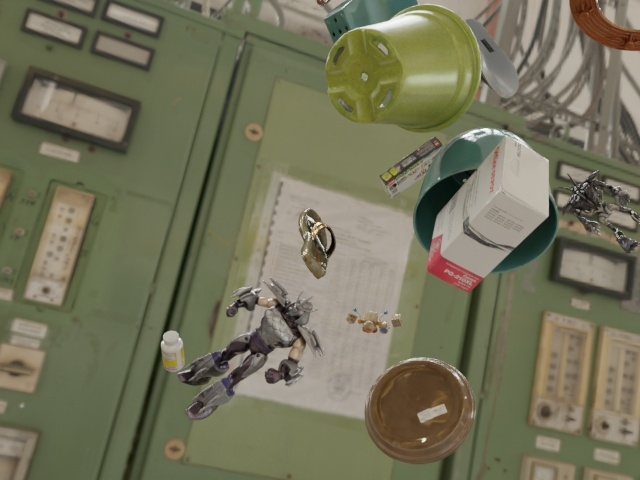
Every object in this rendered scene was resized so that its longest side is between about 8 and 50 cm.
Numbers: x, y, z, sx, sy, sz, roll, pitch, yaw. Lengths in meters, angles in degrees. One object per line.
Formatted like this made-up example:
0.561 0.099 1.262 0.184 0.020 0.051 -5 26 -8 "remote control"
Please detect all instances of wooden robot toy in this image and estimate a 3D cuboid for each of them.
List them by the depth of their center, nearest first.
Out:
0.153 0.255 1.825 0.173 0.076 0.079 4 29 11 "wooden robot toy"

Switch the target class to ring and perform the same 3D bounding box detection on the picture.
0.729 -0.547 1.364 0.336 0.032 0.336 14 -29 8 "ring"

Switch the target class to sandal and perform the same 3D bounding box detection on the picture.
0.000 0.000 1.067 0.049 0.180 0.072 -33 -64 16 "sandal"

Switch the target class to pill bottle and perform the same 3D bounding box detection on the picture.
-0.298 0.222 1.246 0.043 0.043 0.083 11 -53 8 "pill bottle"

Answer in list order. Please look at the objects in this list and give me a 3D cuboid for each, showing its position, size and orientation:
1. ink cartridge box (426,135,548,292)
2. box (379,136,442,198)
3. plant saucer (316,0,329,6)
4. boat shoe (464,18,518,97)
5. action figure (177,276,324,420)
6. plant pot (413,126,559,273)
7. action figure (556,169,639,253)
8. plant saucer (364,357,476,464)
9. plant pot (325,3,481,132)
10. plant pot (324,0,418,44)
0.305 -0.046 1.133 0.100 0.172 0.237 27 -45 -6 "ink cartridge box"
0.280 -0.219 1.873 0.036 0.207 0.114 55 1 26 "box"
0.021 -0.937 2.241 0.029 0.168 0.168 -3 -5 -22 "plant saucer"
0.533 -0.577 2.025 0.113 0.306 0.105 -24 -17 -23 "boat shoe"
-0.115 0.185 1.051 0.185 0.285 0.099 57 16 28 "action figure"
0.362 -0.109 1.363 0.293 0.235 0.293 8 -47 9 "plant pot"
0.794 -0.081 1.731 0.141 0.164 0.276 20 25 -45 "action figure"
0.238 0.405 1.515 0.278 0.278 0.041 6 -36 28 "plant saucer"
0.151 -0.346 1.277 0.276 0.276 0.254 4 17 38 "plant pot"
0.141 -0.642 1.780 0.234 0.166 0.165 -32 17 -27 "plant pot"
